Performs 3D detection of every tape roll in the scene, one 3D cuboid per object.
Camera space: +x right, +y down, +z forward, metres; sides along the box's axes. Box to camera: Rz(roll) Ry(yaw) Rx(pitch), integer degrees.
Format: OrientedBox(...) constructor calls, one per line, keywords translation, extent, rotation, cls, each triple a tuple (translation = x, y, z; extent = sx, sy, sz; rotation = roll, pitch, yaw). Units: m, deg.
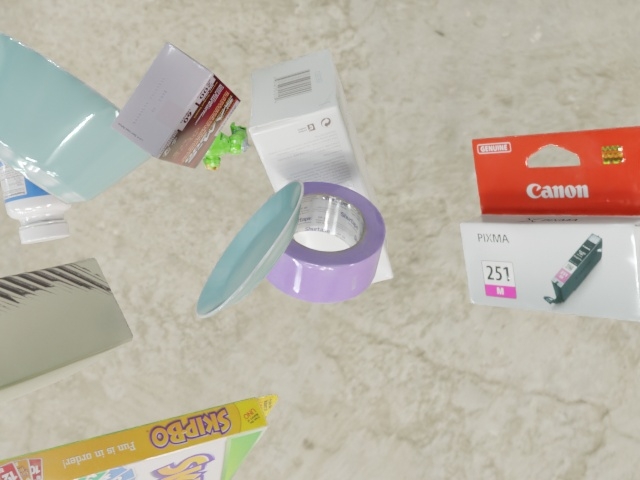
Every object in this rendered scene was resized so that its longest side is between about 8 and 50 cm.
OrientedBox(translation=(0.000, 0.000, 1.204), extent=(0.189, 0.189, 0.080), rotation=(28, 136, 18), cls="tape roll")

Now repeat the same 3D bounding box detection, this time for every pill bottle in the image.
OrientedBox(translation=(-0.549, -0.109, 1.534), extent=(0.124, 0.124, 0.221), rotation=(-11, 91, 25), cls="pill bottle")

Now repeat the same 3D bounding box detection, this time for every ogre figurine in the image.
OrientedBox(translation=(-0.221, -0.192, 1.521), extent=(0.118, 0.197, 0.097), rotation=(38, 109, 56), cls="ogre figurine")

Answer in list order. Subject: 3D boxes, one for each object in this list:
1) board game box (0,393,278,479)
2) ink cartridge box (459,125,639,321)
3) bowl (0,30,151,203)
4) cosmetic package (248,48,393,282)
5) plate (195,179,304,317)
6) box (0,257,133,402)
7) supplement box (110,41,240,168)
OrientedBox(translation=(-0.156, 0.184, 0.613), extent=(0.039, 0.259, 0.124), rotation=(59, 140, 27), cls="board game box")
OrientedBox(translation=(0.312, -0.023, 1.076), extent=(0.275, 0.060, 0.239), rotation=(3, 107, 49), cls="ink cartridge box")
OrientedBox(translation=(-0.428, -0.171, 1.260), extent=(0.311, 0.311, 0.163), rotation=(30, 82, 17), cls="bowl")
OrientedBox(translation=(0.006, -0.113, 1.421), extent=(0.156, 0.217, 0.385), rotation=(-14, 127, 7), cls="cosmetic package")
OrientedBox(translation=(-0.072, 0.013, 0.880), extent=(0.024, 0.188, 0.188), rotation=(39, 115, -16), cls="plate")
OrientedBox(translation=(-0.294, 0.094, 0.663), extent=(0.113, 0.275, 0.094), rotation=(-29, 85, 24), cls="box")
OrientedBox(translation=(-0.187, -0.173, 1.076), extent=(0.073, 0.239, 0.130), rotation=(35, 94, 1), cls="supplement box")
